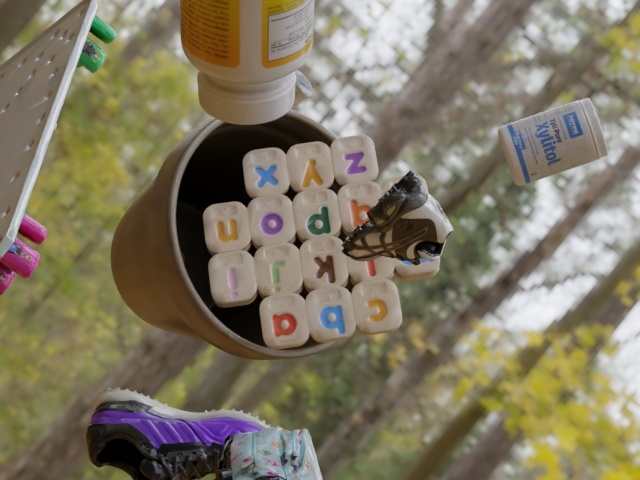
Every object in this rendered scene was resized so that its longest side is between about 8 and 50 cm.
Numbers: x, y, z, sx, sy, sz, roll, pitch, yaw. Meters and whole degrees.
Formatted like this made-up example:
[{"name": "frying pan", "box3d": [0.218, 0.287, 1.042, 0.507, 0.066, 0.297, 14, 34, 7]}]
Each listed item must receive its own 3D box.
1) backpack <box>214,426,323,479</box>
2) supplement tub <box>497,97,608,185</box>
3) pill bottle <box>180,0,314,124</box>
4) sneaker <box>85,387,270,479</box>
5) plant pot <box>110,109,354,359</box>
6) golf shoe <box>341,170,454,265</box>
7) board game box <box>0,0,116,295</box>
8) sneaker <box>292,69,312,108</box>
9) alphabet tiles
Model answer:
[{"name": "backpack", "box3d": [-0.052, 0.272, 1.804, 0.182, 0.115, 0.152, -94, -179, -68]}, {"name": "supplement tub", "box3d": [0.254, -0.108, 1.904, 0.071, 0.107, 0.071, -20, 90, -84]}, {"name": "pill bottle", "box3d": [-0.063, -0.209, 1.494, 0.117, 0.117, 0.208, 34, -42, 36]}, {"name": "sneaker", "box3d": [-0.204, 0.317, 2.531, 0.293, 0.146, 0.102, 10, -52, 2]}, {"name": "plant pot", "box3d": [-0.130, 0.008, 2.274, 0.323, 0.323, 0.280, 42, -30, -23]}, {"name": "golf shoe", "box3d": [0.087, -0.001, 1.940, 0.094, 0.077, 0.198, 42, -21, 1]}, {"name": "board game box", "box3d": [-0.384, -0.031, 1.807, 0.050, 0.390, 0.390, 40, 37, -26]}, {"name": "sneaker", "box3d": [-0.071, -0.269, 2.693, 0.053, 0.061, 0.152, 4, 53, -52]}, {"name": "alphabet tiles", "box3d": [0.000, 0.000, 2.148, 0.021, 0.284, 0.278, 83, -2, -62]}]
